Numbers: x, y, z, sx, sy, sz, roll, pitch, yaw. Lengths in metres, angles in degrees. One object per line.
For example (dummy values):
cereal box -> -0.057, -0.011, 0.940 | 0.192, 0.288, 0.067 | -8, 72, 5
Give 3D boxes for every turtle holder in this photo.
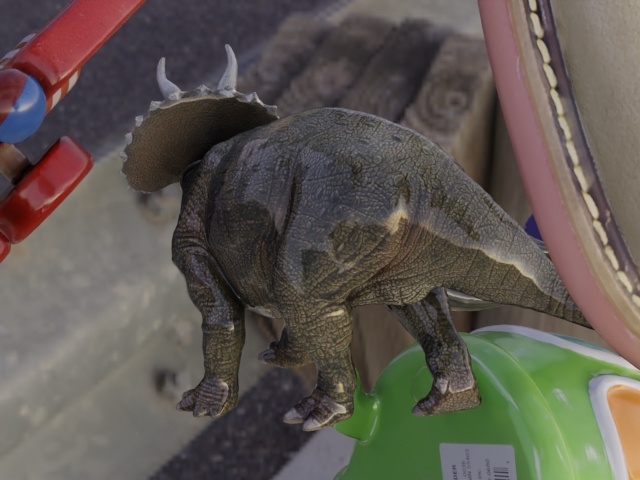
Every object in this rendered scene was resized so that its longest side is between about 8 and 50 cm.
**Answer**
turtle holder -> 0.138, 0.195, 1.057 | 0.227, 0.320, 0.243 | -5, 56, -28

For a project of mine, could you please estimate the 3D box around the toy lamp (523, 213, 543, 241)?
toy lamp -> 0.267, 0.039, 1.264 | 0.080, 0.080, 0.274 | 30, 1, 37

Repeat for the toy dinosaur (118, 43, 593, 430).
toy dinosaur -> 0.000, 0.000, 0.683 | 0.121, 0.160, 0.313 | -18, 19, -38

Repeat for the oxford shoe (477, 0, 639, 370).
oxford shoe -> 0.134, -0.159, 0.354 | 0.140, 0.397, 0.146 | 9, -7, -32

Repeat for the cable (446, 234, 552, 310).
cable -> 0.171, 0.023, 0.974 | 0.287, 0.140, 0.072 | -13, -8, -29

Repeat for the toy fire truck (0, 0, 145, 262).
toy fire truck -> -0.254, -0.085, 1.079 | 0.169, 0.254, 0.302 | 45, 42, -10
